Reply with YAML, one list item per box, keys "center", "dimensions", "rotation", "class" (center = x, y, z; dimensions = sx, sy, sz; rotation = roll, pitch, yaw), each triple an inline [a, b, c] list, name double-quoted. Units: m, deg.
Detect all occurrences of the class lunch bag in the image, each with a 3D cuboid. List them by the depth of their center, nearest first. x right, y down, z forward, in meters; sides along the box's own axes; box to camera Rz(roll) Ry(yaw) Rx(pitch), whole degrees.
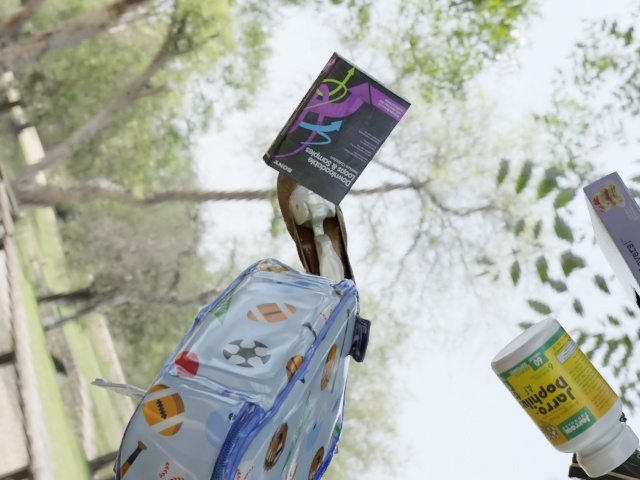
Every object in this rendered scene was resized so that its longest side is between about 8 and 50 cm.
- center: [-0.058, 0.167, 0.884]
  dimensions: [0.303, 0.115, 0.243]
  rotation: [-46, 147, -57]
  class: "lunch bag"

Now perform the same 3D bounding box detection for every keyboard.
- center: [-0.226, 0.240, 1.556]
  dimensions: [0.256, 0.072, 0.014]
  rotation: [32, 69, -52]
  class: "keyboard"

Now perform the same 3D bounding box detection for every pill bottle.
- center: [0.344, 0.221, 1.472]
  dimensions: [0.208, 0.117, 0.117]
  rotation: [52, -13, 3]
  class: "pill bottle"

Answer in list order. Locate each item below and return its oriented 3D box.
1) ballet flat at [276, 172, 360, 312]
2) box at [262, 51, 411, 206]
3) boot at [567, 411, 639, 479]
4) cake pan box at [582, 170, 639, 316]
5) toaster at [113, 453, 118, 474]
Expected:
- center: [0.000, 0.000, 1.973]
  dimensions: [0.124, 0.116, 0.342]
  rotation: [113, -35, -78]
  class: "ballet flat"
- center: [0.020, -0.135, 1.307]
  dimensions: [0.116, 0.162, 0.029]
  rotation: [29, 16, -24]
  class: "box"
- center: [0.518, 0.344, 1.752]
  dimensions: [0.077, 0.198, 0.137]
  rotation: [47, 53, -62]
  class: "boot"
- center: [0.517, 0.052, 1.683]
  dimensions: [0.267, 0.070, 0.246]
  rotation: [66, 11, 26]
  class: "cake pan box"
- center: [-0.232, 0.371, 1.719]
  dimensions: [0.186, 0.168, 0.110]
  rotation: [14, -91, 65]
  class: "toaster"
